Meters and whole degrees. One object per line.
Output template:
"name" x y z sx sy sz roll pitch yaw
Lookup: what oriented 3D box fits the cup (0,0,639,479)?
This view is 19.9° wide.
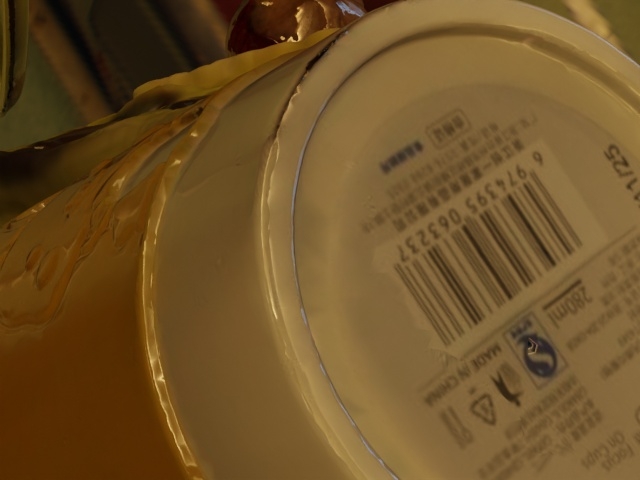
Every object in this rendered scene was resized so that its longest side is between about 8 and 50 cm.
"cup" 0.006 0.026 0.506 0.185 0.226 0.241 38 56 -13

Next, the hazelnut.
"hazelnut" -0.008 -0.100 0.970 0.086 0.086 0.086 7 65 -16

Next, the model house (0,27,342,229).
"model house" 0.000 0.000 0.796 0.234 0.193 0.175 -27 102 -54

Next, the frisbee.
"frisbee" -0.198 -0.191 1.091 0.017 0.236 0.236 -7 69 -16
